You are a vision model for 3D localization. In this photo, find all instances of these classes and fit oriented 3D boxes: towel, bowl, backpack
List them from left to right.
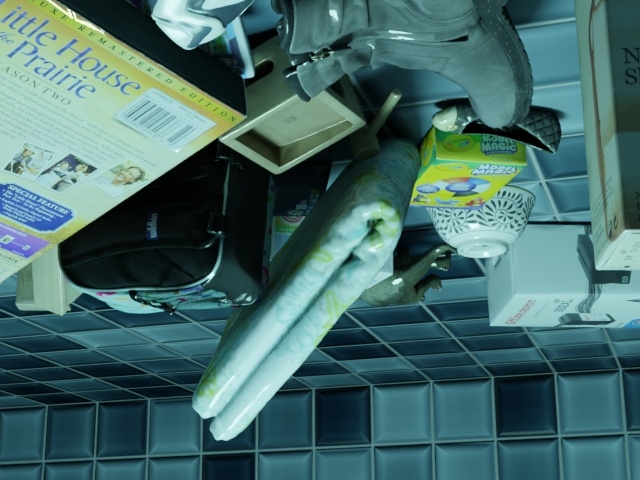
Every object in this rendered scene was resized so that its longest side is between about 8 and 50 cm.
[{"bbox_3d":[-0.182,-0.020,1.459,0.253,0.225,0.191,-6,158,23],"label":"backpack"},{"bbox_3d":[-0.009,0.050,1.532,0.090,0.374,0.320,36,-161,-7],"label":"towel"},{"bbox_3d":[0.245,-0.021,1.866,0.170,0.080,0.170,0,162,0],"label":"bowl"}]

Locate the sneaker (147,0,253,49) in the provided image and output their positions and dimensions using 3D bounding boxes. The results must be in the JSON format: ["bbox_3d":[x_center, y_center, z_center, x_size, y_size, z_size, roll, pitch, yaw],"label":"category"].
[{"bbox_3d":[-0.118,-0.275,1.038,0.153,0.094,0.235,-28,132,19],"label":"sneaker"}]

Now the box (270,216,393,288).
[{"bbox_3d":[0.000,0.000,1.868,0.203,0.114,0.103,6,163,-20],"label":"box"}]

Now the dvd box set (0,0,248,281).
[{"bbox_3d":[-0.329,-0.112,1.256,0.420,0.062,0.307,-30,141,31],"label":"dvd box set"}]

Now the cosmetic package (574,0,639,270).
[{"bbox_3d":[0.333,-0.129,1.156,0.153,0.296,0.129,-2,162,0],"label":"cosmetic package"}]

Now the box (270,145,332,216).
[{"bbox_3d":[-0.082,-0.092,1.662,0.183,0.059,0.233,2,162,-5],"label":"box"}]

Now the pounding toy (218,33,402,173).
[{"bbox_3d":[-0.001,-0.161,1.391,0.181,0.094,0.206,-28,154,19],"label":"pounding toy"}]

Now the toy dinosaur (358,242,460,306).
[{"bbox_3d":[0.120,0.068,2.015,0.160,0.121,0.313,-17,-170,-32],"label":"toy dinosaur"}]

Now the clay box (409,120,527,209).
[{"bbox_3d":[0.191,-0.100,1.654,0.127,0.053,0.222,3,163,-12],"label":"clay box"}]

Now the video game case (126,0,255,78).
[{"bbox_3d":[-0.171,-0.224,1.205,0.183,0.023,0.201,-4,147,6],"label":"video game case"}]

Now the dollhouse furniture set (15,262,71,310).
[{"bbox_3d":[-0.426,0.021,1.810,0.129,0.184,0.129,1,163,-4],"label":"dollhouse furniture set"}]

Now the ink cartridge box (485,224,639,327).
[{"bbox_3d":[0.450,0.063,2.058,0.307,0.129,0.223,1,163,-3],"label":"ink cartridge box"}]

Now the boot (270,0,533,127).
[{"bbox_3d":[0.075,-0.189,1.172,0.222,0.118,0.338,-23,148,5],"label":"boot"}]

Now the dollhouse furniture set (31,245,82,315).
[{"bbox_3d":[-0.417,-0.090,1.637,0.303,0.198,0.286,19,127,17],"label":"dollhouse furniture set"}]

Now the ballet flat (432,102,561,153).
[{"bbox_3d":[0.223,-0.142,1.525,0.173,0.049,0.057,4,161,-14],"label":"ballet flat"}]
